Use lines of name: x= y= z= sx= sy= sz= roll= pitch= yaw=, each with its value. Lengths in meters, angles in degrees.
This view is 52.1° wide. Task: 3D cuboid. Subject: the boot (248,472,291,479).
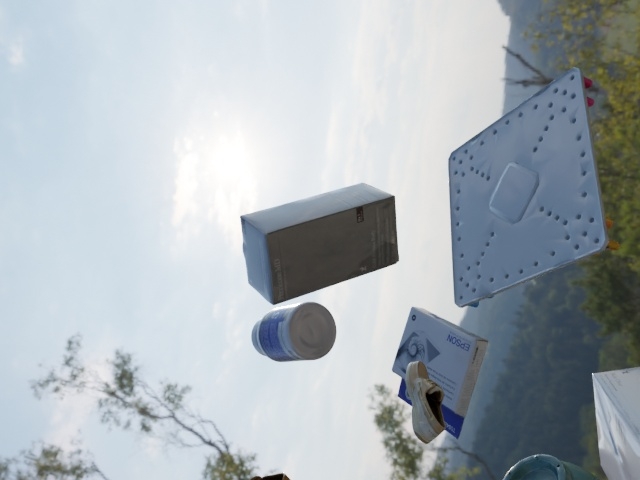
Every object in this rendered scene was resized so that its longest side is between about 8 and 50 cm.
boot: x=-0.132 y=0.630 z=1.446 sx=0.211 sy=0.295 sz=0.104 roll=49 pitch=-161 yaw=-15

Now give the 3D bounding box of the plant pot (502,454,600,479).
plant pot: x=0.553 y=0.644 z=1.569 sx=0.196 sy=0.293 sz=0.293 roll=51 pitch=-145 yaw=-14

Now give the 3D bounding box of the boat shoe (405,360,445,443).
boat shoe: x=0.200 y=0.289 z=1.206 sx=0.063 sy=0.059 sz=0.170 roll=37 pitch=-149 yaw=-30

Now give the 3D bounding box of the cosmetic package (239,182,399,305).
cosmetic package: x=0.000 y=0.000 z=1.046 sx=0.237 sy=0.107 sz=0.127 roll=-20 pitch=-62 yaw=-27

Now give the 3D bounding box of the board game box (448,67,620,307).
board game box: x=0.412 y=-0.092 z=1.343 sx=0.390 sy=0.050 sz=0.390 roll=-36 pitch=45 yaw=53

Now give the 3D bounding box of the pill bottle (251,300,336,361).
pill bottle: x=-0.061 y=0.185 z=1.301 sx=0.186 sy=0.112 sz=0.112 roll=-20 pitch=48 yaw=56

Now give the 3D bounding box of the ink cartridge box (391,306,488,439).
ink cartridge box: x=0.248 y=0.284 z=1.439 sx=0.045 sy=0.223 sz=0.224 roll=11 pitch=-83 yaw=-33

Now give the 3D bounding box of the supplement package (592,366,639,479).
supplement package: x=0.570 y=0.359 z=1.079 sx=0.262 sy=0.145 sz=0.204 roll=-80 pitch=-20 yaw=-72
